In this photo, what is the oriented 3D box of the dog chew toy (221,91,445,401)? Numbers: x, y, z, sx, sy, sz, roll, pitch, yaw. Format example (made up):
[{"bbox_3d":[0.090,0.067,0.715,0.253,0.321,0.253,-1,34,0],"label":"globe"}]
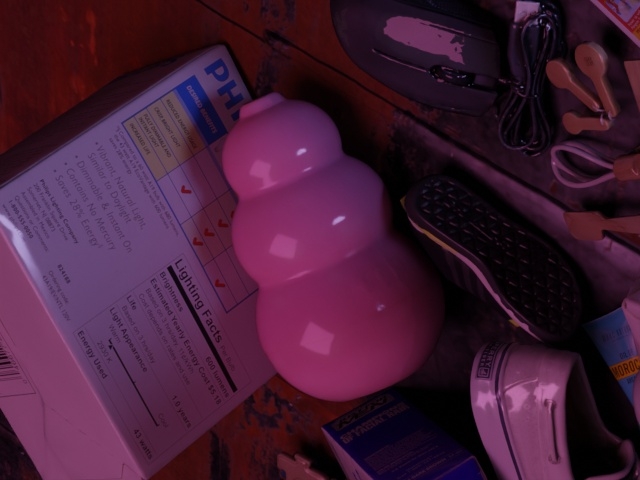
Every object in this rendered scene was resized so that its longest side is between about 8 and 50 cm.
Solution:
[{"bbox_3d":[0.000,0.000,2.109,0.206,0.206,0.332,-15,100,51],"label":"dog chew toy"}]

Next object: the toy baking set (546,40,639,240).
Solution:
[{"bbox_3d":[0.292,-0.082,1.838,0.196,0.030,0.256,32,142,35],"label":"toy baking set"}]

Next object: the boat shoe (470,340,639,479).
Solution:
[{"bbox_3d":[0.284,0.246,2.060,0.156,0.136,0.367,-1,129,29],"label":"boat shoe"}]

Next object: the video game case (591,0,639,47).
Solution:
[{"bbox_3d":[0.325,-0.231,1.697,0.285,0.025,0.204,45,144,9],"label":"video game case"}]

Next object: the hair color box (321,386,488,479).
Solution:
[{"bbox_3d":[0.119,0.294,2.170,0.185,0.110,0.339,62,171,-14],"label":"hair color box"}]

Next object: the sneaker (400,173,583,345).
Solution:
[{"bbox_3d":[0.177,0.022,2.042,0.235,0.084,0.097,46,161,15],"label":"sneaker"}]

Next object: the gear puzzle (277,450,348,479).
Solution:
[{"bbox_3d":[0.089,0.375,2.455,0.339,0.044,0.175,25,135,28],"label":"gear puzzle"}]

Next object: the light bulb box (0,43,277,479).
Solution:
[{"bbox_3d":[-0.210,0.028,2.208,0.225,0.361,0.358,-9,113,52],"label":"light bulb box"}]

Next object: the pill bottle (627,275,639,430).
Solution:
[{"bbox_3d":[0.404,0.192,1.819,0.204,0.204,0.361,7,125,44],"label":"pill bottle"}]

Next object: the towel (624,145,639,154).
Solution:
[{"bbox_3d":[0.325,-0.059,1.855,0.083,0.009,0.060,55,143,-4],"label":"towel"}]

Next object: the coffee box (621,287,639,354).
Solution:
[{"bbox_3d":[0.501,0.132,1.490,0.338,0.334,0.338,17,135,63],"label":"coffee box"}]

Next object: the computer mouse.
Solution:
[{"bbox_3d":[0.105,-0.192,1.927,0.272,0.072,0.188,29,139,28],"label":"computer mouse"}]

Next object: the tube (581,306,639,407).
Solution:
[{"bbox_3d":[0.344,0.161,1.994,0.080,0.052,0.207,-30,91,43],"label":"tube"}]
